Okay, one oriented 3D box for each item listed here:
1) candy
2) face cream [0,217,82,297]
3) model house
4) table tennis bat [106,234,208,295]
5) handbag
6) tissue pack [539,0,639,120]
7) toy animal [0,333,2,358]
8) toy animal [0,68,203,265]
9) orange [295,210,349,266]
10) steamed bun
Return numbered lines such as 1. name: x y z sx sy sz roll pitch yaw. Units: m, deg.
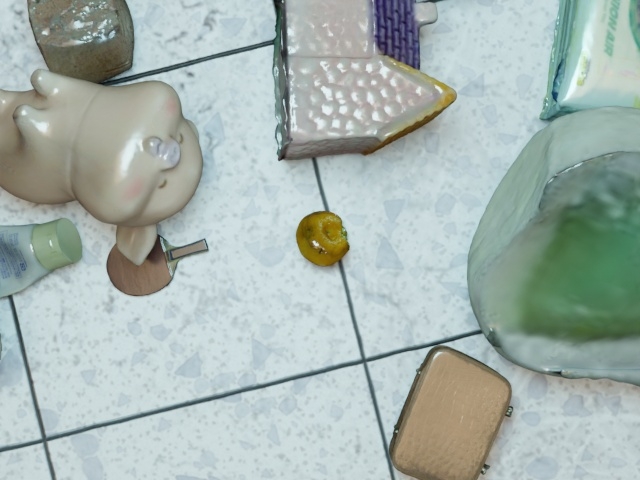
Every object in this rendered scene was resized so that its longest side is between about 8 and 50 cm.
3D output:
1. candy: 0.427 0.013 1.304 0.426 0.186 0.386 13 109 -4
2. face cream: -0.473 0.026 1.402 0.224 0.070 0.114 -16 86 13
3. model house: 0.054 -0.235 1.325 0.237 0.202 0.237 -2 82 -5
4. table tennis bat: -0.246 0.028 1.412 0.158 0.014 0.095 -17 87 3
5. handbag: 0.194 0.261 1.369 0.151 0.072 0.193 20 87 2
6. tissue pack: 0.534 -0.290 1.326 0.388 0.162 0.287 8 92 2
7. toy animal: -0.611 0.063 1.330 0.226 0.188 0.358 -30 74 12
8. toy animal: -0.321 -0.123 1.311 0.326 0.269 0.237 2 68 41
9. orange: 0.000 0.000 1.381 0.086 0.062 0.086 15 54 -21
10. steamed bun: -0.351 -0.317 1.374 0.144 0.106 0.175 -21 86 1
